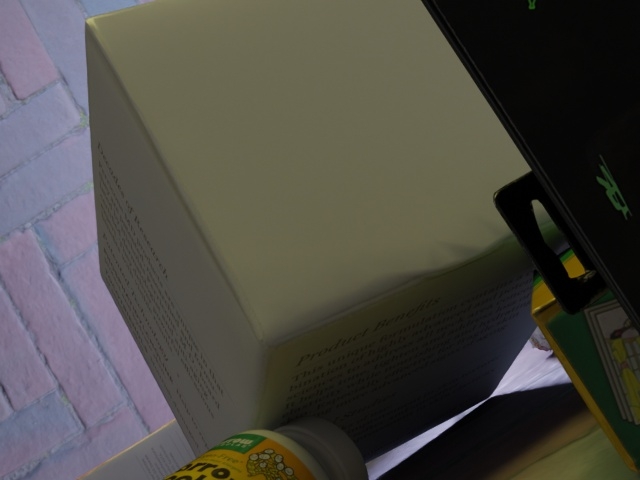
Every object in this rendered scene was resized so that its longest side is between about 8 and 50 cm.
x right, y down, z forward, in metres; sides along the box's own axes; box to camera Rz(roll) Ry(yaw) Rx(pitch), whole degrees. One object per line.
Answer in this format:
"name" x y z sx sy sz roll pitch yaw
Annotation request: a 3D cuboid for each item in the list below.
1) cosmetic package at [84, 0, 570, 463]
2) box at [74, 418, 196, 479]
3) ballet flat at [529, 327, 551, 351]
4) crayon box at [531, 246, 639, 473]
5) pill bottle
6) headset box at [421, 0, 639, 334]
"cosmetic package" 0.000 0.000 0.917 0.329 0.327 0.394 -21 -27 -23
"box" -0.241 0.379 1.456 0.345 0.168 0.215 -31 -6 -7
"ballet flat" 0.234 0.024 1.148 0.091 0.241 0.077 -6 -33 -7
"crayon box" 0.305 -0.027 0.584 0.363 0.106 0.313 -33 -6 11
"pill bottle" -0.058 0.201 0.672 0.117 0.118 0.208 -36 -8 40
"headset box" 0.195 -0.071 0.348 0.283 0.246 0.131 -32 -6 16
